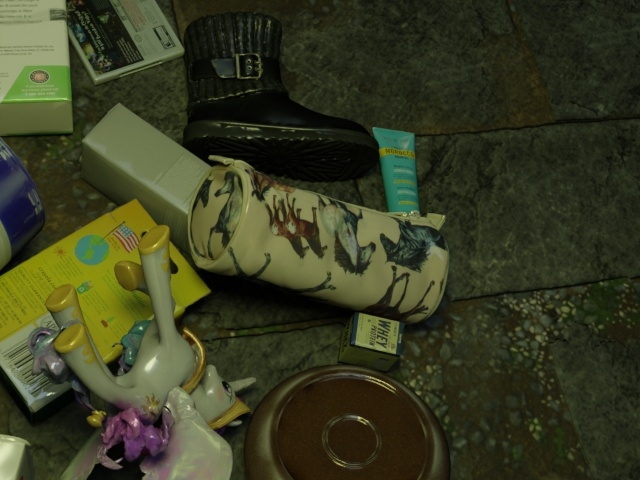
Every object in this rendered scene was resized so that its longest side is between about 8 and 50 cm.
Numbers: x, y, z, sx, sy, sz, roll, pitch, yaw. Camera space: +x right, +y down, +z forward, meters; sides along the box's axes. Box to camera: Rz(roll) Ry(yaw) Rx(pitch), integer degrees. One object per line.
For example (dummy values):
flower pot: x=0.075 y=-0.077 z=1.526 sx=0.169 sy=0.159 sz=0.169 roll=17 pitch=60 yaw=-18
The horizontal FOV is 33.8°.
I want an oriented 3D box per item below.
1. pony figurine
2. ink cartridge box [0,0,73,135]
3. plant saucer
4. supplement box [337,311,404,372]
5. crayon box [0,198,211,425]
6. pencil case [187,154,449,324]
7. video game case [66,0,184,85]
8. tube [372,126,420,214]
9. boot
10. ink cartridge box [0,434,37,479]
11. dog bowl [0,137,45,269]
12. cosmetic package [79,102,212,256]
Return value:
pony figurine: x=-0.236 y=0.215 z=1.401 sx=0.302 sy=0.363 sz=0.351 roll=3 pitch=43 yaw=36
ink cartridge box: x=-0.508 y=-0.313 z=1.703 sx=0.198 sy=0.115 sz=0.273 roll=-3 pitch=67 yaw=-12
plant saucer: x=0.043 y=0.303 z=1.545 sx=0.310 sy=0.050 sz=0.311 roll=5 pitch=49 yaw=-6
supplement box: x=0.079 y=0.160 z=1.647 sx=0.083 sy=0.083 sz=0.056 roll=13 pitch=61 yaw=-8
crayon box: x=-0.348 y=0.100 z=1.566 sx=0.318 sy=0.081 sz=0.202 roll=-33 pitch=76 yaw=-26
pencil case: x=0.000 y=0.000 z=1.595 sx=0.410 sy=0.160 sz=0.184 roll=16 pitch=79 yaw=-30
video game case: x=-0.357 y=-0.374 z=1.838 sx=0.173 sy=0.022 sz=0.190 roll=-24 pitch=73 yaw=-25
tube: x=0.137 y=-0.108 z=1.824 sx=0.080 sy=0.052 sz=0.207 roll=10 pitch=55 yaw=-23
boot: x=-0.067 y=-0.251 z=1.790 sx=0.348 sy=0.131 sz=0.260 roll=7 pitch=62 yaw=-11
ink cartridge box: x=-0.465 y=0.443 z=1.250 sx=0.160 sy=0.279 sz=0.385 roll=12 pitch=61 yaw=-7
dog bowl: x=-0.525 y=-0.078 z=1.504 sx=0.265 sy=0.265 sz=0.104 roll=38 pitch=59 yaw=6
cosmetic package: x=-0.258 y=-0.093 z=1.663 sx=0.238 sy=0.127 sz=0.107 roll=38 pitch=62 yaw=4
